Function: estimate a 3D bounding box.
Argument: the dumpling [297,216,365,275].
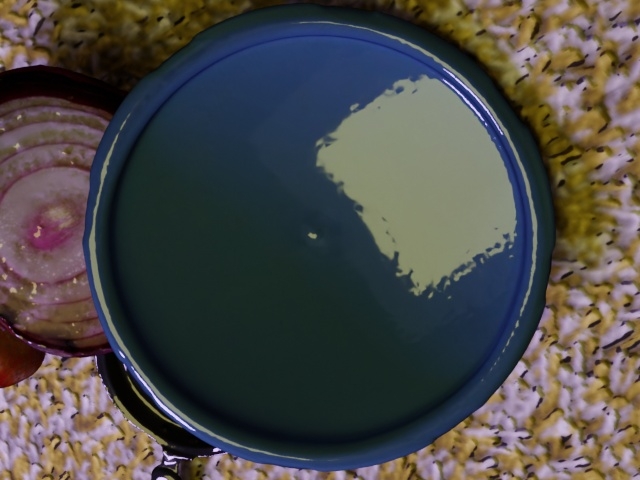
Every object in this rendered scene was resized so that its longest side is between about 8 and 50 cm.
[{"bbox_3d":[0.006,0.001,1.053,0.076,0.057,0.052,11,87,-7],"label":"dumpling"}]

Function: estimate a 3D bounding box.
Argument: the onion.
[{"bbox_3d":[-0.138,-0.037,1.049,0.218,0.140,0.195,-28,104,-4],"label":"onion"}]

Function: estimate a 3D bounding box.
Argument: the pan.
[{"bbox_3d":[-0.107,0.138,1.193,0.136,0.028,0.235,20,122,15],"label":"pan"}]

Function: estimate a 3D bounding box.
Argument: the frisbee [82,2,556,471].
[{"bbox_3d":[-0.001,-0.001,0.995,0.289,0.049,0.289,0,100,1],"label":"frisbee"}]

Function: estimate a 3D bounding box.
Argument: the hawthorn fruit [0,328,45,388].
[{"bbox_3d":[-0.241,0.077,1.196,0.077,0.077,0.077,12,123,20],"label":"hawthorn fruit"}]
